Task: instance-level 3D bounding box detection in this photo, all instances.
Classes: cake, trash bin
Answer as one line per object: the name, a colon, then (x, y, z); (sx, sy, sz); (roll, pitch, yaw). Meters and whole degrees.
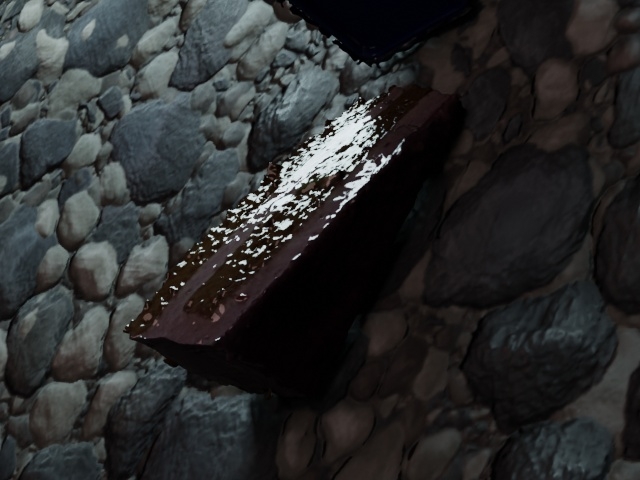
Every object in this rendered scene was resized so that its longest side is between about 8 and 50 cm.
cake: (0.000, 0.000, 1.238); (0.116, 0.113, 0.295); (9, 53, 48)
trash bin: (0.053, -0.279, 1.373); (0.184, 0.162, 0.234); (-27, 45, 34)
